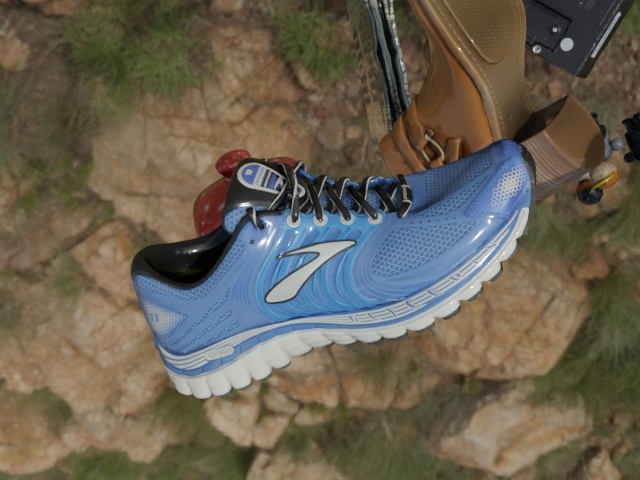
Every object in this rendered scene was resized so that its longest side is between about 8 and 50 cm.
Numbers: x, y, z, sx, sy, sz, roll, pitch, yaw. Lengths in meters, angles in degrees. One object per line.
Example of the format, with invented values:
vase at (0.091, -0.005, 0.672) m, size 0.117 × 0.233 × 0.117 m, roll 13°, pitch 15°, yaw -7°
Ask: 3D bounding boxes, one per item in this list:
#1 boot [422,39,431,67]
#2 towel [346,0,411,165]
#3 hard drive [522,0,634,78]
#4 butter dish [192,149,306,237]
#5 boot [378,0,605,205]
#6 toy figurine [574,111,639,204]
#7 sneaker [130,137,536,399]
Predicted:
boot at (0.287, -0.244, 1.690) m, size 0.262 × 0.095 × 0.203 m, roll 51°, pitch -174°, yaw 11°
towel at (0.091, -0.251, 1.339) m, size 0.056 × 0.324 × 0.312 m, roll -11°, pitch 98°, yaw 0°
hard drive at (0.285, -0.409, 1.296) m, size 0.339 × 0.064 × 0.237 m, roll 37°, pitch 111°, yaw 23°
butter dish at (-0.062, -0.030, 0.875) m, size 0.160 × 0.160 × 0.118 m, roll -24°, pitch 116°, yaw 0°
boot at (0.127, -0.146, 0.930) m, size 0.283 × 0.109 × 0.220 m, roll 48°, pitch 150°, yaw -10°
toy figurine at (0.539, -0.152, 1.649) m, size 0.210 × 0.148 × 0.213 m, roll -18°, pitch 171°, yaw -2°
sneaker at (0.000, 0.000, 0.693) m, size 0.330 × 0.130 × 0.147 m, roll -24°, pitch 112°, yaw 13°
